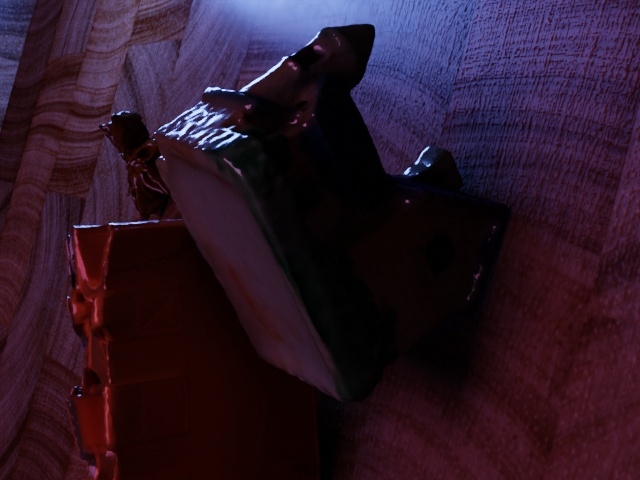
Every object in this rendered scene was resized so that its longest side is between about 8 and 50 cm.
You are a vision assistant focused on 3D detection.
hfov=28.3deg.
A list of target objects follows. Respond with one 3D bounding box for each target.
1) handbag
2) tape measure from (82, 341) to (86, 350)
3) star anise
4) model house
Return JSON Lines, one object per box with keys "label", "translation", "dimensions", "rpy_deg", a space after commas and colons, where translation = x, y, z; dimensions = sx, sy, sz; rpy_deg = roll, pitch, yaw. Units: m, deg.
{"label": "handbag", "translation": [-0.143, 0.179, 1.432], "dimensions": [0.116, 0.303, 0.410], "rpy_deg": [0, 93, 48]}
{"label": "tape measure", "translation": [-0.377, 0.142, 2.243], "dimensions": [0.125, 0.074, 0.118], "rpy_deg": [-106, 35, -54]}
{"label": "star anise", "translation": [-0.307, -0.148, 2.214], "dimensions": [0.196, 0.111, 0.212], "rpy_deg": [89, 158, -63]}
{"label": "model house", "translation": [0.027, -0.047, 1.320], "dimensions": [0.280, 0.312, 0.245], "rpy_deg": [-35, 25, -20]}
